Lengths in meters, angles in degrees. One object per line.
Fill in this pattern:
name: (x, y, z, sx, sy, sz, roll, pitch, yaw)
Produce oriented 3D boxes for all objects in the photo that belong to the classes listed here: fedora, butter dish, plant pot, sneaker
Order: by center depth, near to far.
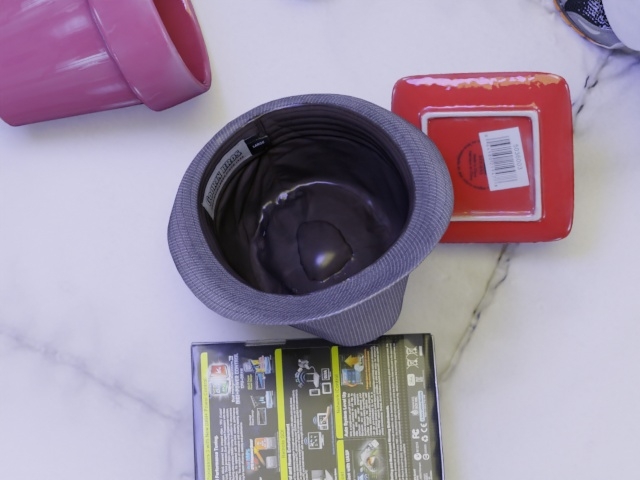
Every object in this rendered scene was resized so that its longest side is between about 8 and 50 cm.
fedora: (0.000, 0.000, 1.604, 0.244, 0.124, 0.275, -33, 48, -9)
plant pot: (-0.218, -0.193, 1.654, 0.180, 0.201, 0.201, -21, 75, 8)
butter dish: (0.150, -0.087, 1.671, 0.160, 0.118, 0.160, 0, 112, 12)
sneaker: (0.253, -0.282, 1.742, 0.084, 0.083, 0.215, -15, 77, -8)

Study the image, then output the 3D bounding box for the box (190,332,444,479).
box: (-0.001, 0.219, 1.602, 0.216, 0.060, 0.270, -3, 74, -2)

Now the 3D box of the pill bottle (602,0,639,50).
pill bottle: (0.375, -0.242, 1.691, 0.221, 0.121, 0.121, -15, 75, -21)
